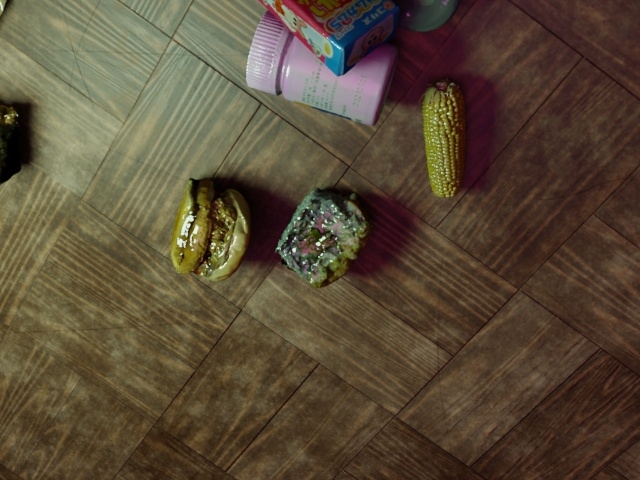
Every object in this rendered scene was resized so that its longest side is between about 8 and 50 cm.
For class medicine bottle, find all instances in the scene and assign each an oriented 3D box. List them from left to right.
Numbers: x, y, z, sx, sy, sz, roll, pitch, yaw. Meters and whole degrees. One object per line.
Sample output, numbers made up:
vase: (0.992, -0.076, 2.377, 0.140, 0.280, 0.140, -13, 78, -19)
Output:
medicine bottle: (0.005, -0.364, 1.644, 0.291, 0.178, 0.178, 17, 117, 5)

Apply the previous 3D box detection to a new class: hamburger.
hamburger: (-0.261, -0.023, 1.843, 0.163, 0.244, 0.244, 11, 118, -16)

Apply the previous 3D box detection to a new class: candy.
candy: (-0.005, -0.485, 1.543, 0.157, 0.100, 0.306, -39, 76, -16)

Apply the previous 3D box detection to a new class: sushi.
sushi: (-0.897, -0.241, 1.877, 0.348, 0.234, 0.207, 0, 113, -13)
sushi: (0.000, 0.000, 1.834, 0.184, 0.139, 0.274, 37, 110, -4)

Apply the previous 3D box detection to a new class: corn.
corn: (0.271, -0.220, 1.702, 0.091, 0.091, 0.260, 10, 122, 28)

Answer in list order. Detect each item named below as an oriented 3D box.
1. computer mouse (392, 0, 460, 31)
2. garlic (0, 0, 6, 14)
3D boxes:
computer mouse: (0.141, -0.584, 1.545, 0.188, 0.122, 0.371, -36, 99, 32)
garlic: (-0.823, -0.508, 1.807, 0.196, 0.151, 0.338, 20, 112, -28)
